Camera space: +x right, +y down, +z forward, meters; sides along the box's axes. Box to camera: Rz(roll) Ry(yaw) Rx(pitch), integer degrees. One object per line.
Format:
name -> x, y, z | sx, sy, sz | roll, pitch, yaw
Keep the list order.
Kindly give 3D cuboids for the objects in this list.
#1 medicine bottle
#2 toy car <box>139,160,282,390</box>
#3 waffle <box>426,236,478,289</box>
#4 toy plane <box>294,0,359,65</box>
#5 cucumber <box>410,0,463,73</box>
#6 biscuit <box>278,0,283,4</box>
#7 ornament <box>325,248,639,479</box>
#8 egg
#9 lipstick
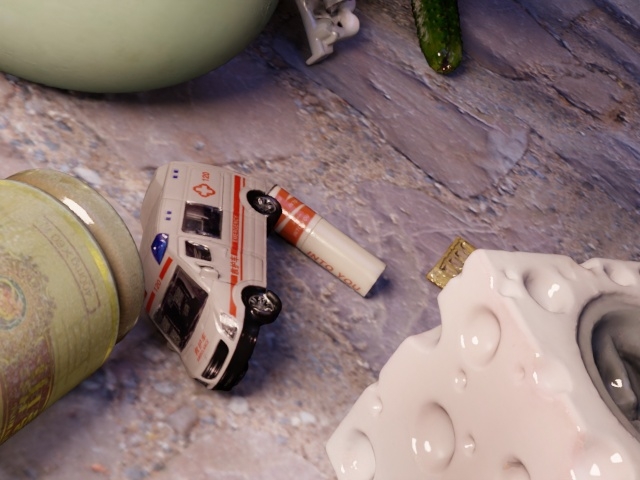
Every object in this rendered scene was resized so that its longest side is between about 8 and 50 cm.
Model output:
medicine bottle -> -0.250, 0.074, 0.629 | 0.151, 0.151, 0.322 | 39, 36, 8
toy car -> -0.095, 0.024, 0.866 | 0.108, 0.089, 0.210 | 20, 35, -18
waffle -> 0.178, 0.056, 1.100 | 0.135, 0.021, 0.092 | 37, 34, 7
toy plane -> -0.043, -0.339, 1.266 | 0.266, 0.122, 0.267 | 22, 60, -45
cucumber -> 0.160, -0.295, 1.468 | 0.069, 0.069, 0.227 | 19, 41, -19
biscuit -> -0.122, -0.386, 1.379 | 0.228, 0.031, 0.176 | 37, 36, 6
ornament -> 0.189, 0.175, 0.778 | 0.239, 0.240, 0.240 | 4, 44, -33
egg -> -0.210, -0.273, 0.964 | 0.388, 0.276, 0.276 | 6, 43, -31
lipstick -> 0.000, 0.000, 1.010 | 0.130, 0.038, 0.038 | 36, 35, 4
